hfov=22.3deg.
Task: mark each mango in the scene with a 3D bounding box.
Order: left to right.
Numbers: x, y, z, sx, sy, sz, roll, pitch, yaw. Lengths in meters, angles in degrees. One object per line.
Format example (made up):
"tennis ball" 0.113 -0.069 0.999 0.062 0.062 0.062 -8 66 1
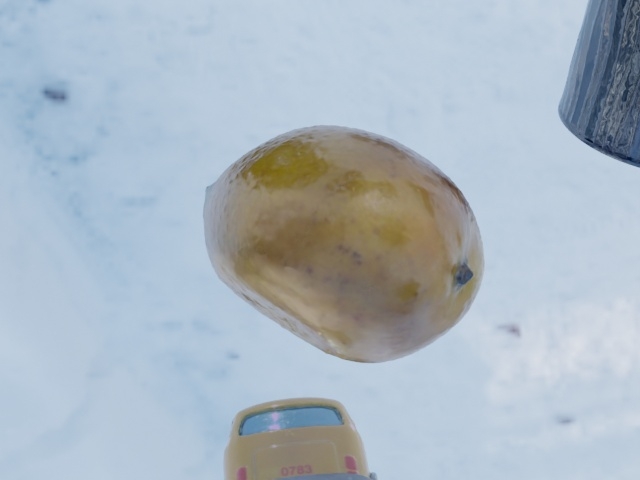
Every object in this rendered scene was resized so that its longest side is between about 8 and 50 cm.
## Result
"mango" 0.007 0.003 0.678 0.115 0.089 0.165 26 171 -7

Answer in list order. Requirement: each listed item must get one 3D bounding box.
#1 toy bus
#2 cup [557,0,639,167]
"toy bus" -0.017 0.224 1.305 0.126 0.136 0.209 -7 133 -3
"cup" 0.213 -0.115 0.908 0.113 0.150 0.138 -6 123 -26
